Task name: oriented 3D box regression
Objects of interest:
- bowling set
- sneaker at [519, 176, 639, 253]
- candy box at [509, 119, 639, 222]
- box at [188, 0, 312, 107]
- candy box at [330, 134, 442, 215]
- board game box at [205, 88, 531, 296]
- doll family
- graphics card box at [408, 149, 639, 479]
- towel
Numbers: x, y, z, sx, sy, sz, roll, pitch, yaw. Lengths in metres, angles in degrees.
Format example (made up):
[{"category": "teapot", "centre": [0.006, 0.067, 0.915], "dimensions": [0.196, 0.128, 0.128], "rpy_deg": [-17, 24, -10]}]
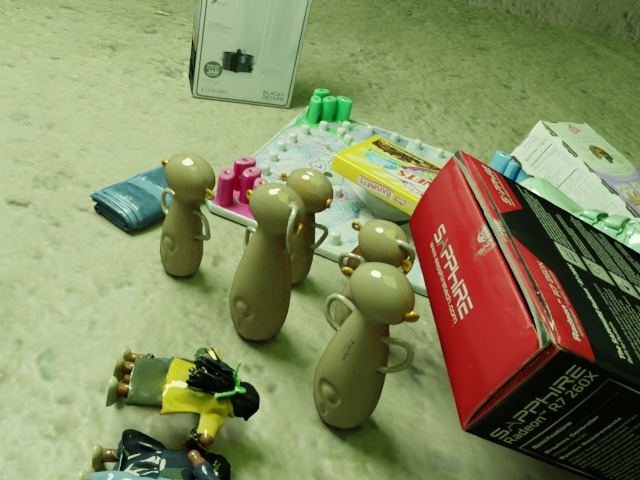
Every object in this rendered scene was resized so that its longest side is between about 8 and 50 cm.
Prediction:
[{"category": "bowling set", "centre": [0.000, 0.000, 0.517], "dimensions": [0.287, 0.154, 0.200], "rpy_deg": [35, 39, 25]}, {"category": "sneaker", "centre": [0.364, -0.023, 0.661], "dimensions": [0.256, 0.151, 0.094], "rpy_deg": [47, 35, 21]}, {"category": "candy box", "centre": [0.398, -0.085, 0.823], "dimensions": [0.165, 0.070, 0.196], "rpy_deg": [-9, 55, -42]}, {"category": "box", "centre": [-0.105, -0.364, 0.879], "dimensions": [0.169, 0.290, 0.087], "rpy_deg": [2, 37, -19]}, {"category": "candy box", "centre": [0.123, -0.064, 0.684], "dimensions": [0.206, 0.027, 0.105], "rpy_deg": [32, 41, 23]}, {"category": "board game box", "centre": [0.106, -0.081, 0.771], "dimensions": [0.390, 0.050, 0.390], "rpy_deg": [21, 35, 8]}, {"category": "doll family", "centre": [-0.089, 0.131, 0.375], "dimensions": [0.111, 0.076, 0.193], "rpy_deg": [13, 39, -12]}, {"category": "graphics card box", "centre": [0.255, 0.091, 0.459], "dimensions": [0.371, 0.094, 0.233], "rpy_deg": [24, 31, -18]}, {"category": "towel", "centre": [-0.186, -0.052, 0.631], "dimensions": [0.067, 0.029, 0.119], "rpy_deg": [30, 36, 19]}]
